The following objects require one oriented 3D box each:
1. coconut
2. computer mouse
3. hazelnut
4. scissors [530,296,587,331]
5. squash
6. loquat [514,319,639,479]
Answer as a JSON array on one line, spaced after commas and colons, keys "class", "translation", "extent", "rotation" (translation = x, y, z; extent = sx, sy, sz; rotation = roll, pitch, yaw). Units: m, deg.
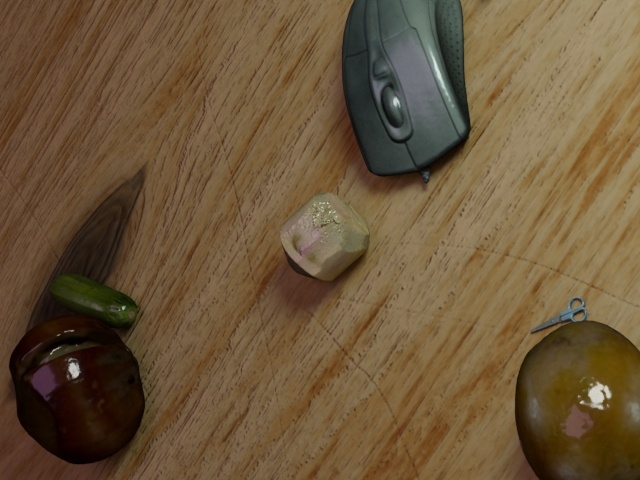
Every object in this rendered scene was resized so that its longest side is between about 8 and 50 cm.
[{"class": "coconut", "translation": [0.000, 0.000, 1.746], "extent": [0.122, 0.116, 0.116], "rotation": [-46, 50, 19]}, {"class": "computer mouse", "translation": [0.115, -0.259, 1.737], "extent": [0.188, 0.122, 0.370], "rotation": [-23, 64, 35]}, {"class": "hazelnut", "translation": [-0.400, 0.249, 1.971], "extent": [0.217, 0.217, 0.251], "rotation": [-43, 60, 22]}, {"class": "scissors", "translation": [0.302, 0.099, 1.509], "extent": [0.083, 0.006, 0.036], "rotation": [-29, 55, 32]}, {"class": "squash", "translation": [-0.406, 0.106, 2.105], "extent": [0.239, 0.069, 0.069], "rotation": [17, 87, 44]}, {"class": "loquat", "translation": [0.309, 0.197, 1.356], "extent": [0.179, 0.179, 0.227], "rotation": [-31, 48, 30]}]
